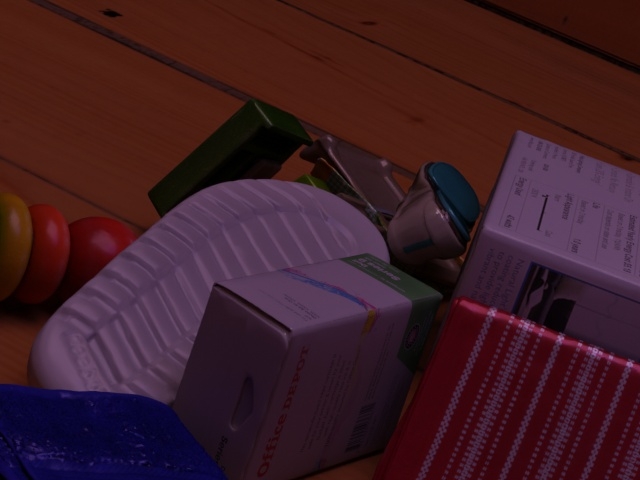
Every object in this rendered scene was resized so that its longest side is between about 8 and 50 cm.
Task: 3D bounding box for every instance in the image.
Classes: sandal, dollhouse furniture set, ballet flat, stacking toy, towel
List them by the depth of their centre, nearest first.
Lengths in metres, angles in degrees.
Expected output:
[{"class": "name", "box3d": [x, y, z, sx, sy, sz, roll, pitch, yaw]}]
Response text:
[{"class": "towel", "box3d": [-0.133, 0.198, 1.312, 0.228, 0.076, 0.308, 3, 25, -33]}, {"class": "towel", "box3d": [0.195, 0.178, 1.516, 0.275, 0.199, 0.031, 22, -14, 9]}, {"class": "stacking toy", "box3d": [-0.303, -0.003, 1.621, 0.330, 0.141, 0.141, 12, 21, -32]}, {"class": "sandal", "box3d": [-0.106, 0.057, 1.636, 0.169, 0.102, 0.416, 49, 43, 14]}, {"class": "ballet flat", "box3d": [0.104, -0.022, 1.848, 0.086, 0.086, 0.248, 20, 11, 4]}, {"class": "dollhouse furniture set", "box3d": [0.000, 0.000, 1.952, 0.197, 0.151, 0.301, 55, 18, 26]}]

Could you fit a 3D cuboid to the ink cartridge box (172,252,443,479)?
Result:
[{"class": "ink cartridge box", "box3d": [-0.013, 0.105, 1.539, 0.093, 0.154, 0.212, 30, 24, 28]}]

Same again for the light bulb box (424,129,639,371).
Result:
[{"class": "light bulb box", "box3d": [0.296, 0.095, 1.730, 0.361, 0.225, 0.358, 21, 20, 4]}]
